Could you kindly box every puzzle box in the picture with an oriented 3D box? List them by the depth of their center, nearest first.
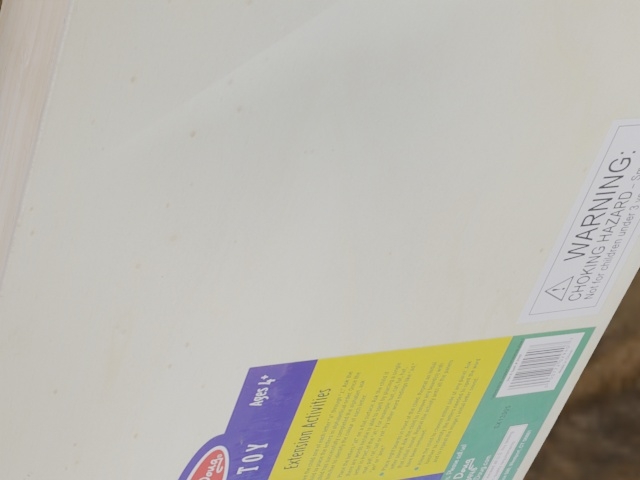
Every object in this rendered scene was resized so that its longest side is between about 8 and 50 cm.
[{"bbox_3d":[0.000,0.000,0.687,0.272,0.052,0.409,-5,-44,-29],"label":"puzzle box"}]
